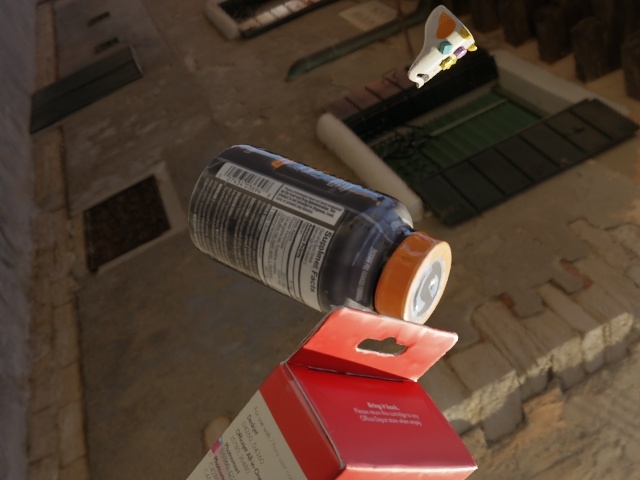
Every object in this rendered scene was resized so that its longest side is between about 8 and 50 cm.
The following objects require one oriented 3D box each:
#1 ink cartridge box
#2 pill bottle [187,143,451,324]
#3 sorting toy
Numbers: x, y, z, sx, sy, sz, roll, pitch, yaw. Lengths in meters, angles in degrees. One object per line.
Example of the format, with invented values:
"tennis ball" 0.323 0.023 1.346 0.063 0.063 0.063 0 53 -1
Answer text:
"ink cartridge box" 0.000 0.156 0.429 0.134 0.231 0.078 18 27 -44
"pill bottle" 0.000 0.000 0.662 0.246 0.130 0.130 24 -27 29
"sorting toy" 0.124 -0.198 0.729 0.045 0.075 0.083 46 14 14
